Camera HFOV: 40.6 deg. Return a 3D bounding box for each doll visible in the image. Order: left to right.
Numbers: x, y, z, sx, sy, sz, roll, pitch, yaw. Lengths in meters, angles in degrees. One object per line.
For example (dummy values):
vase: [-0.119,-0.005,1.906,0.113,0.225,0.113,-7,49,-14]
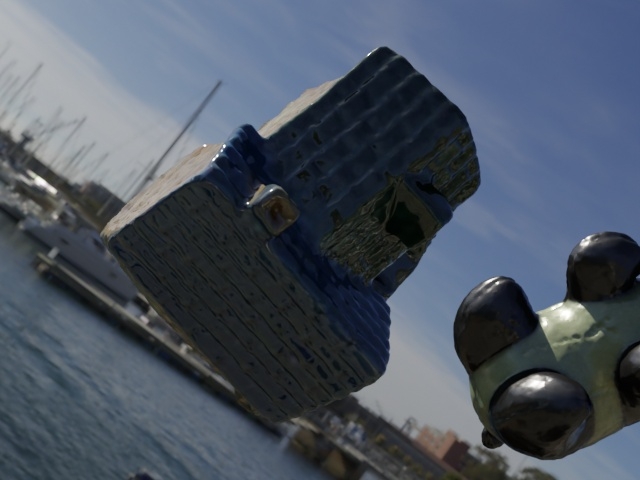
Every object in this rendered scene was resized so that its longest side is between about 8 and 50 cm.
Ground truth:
doll: [0.221,0.087,0.679,0.135,0.234,0.143,56,11,-49]

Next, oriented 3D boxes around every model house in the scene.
model house: [0.000,0.000,1.155,0.395,0.445,0.400,52,-16,-10]
